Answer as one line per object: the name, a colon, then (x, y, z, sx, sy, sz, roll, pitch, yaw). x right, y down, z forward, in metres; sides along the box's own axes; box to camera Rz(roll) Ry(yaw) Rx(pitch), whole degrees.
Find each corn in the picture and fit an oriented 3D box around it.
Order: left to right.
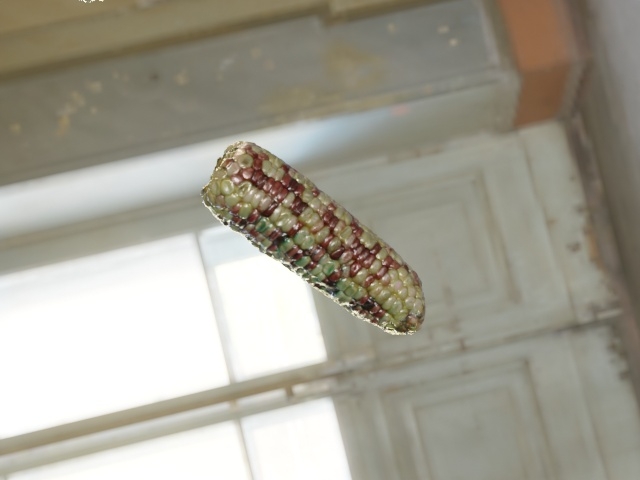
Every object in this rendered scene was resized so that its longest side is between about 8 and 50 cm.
corn: (0.000, 0.000, 1.488, 0.253, 0.086, 0.086, 36, 180, -9)
